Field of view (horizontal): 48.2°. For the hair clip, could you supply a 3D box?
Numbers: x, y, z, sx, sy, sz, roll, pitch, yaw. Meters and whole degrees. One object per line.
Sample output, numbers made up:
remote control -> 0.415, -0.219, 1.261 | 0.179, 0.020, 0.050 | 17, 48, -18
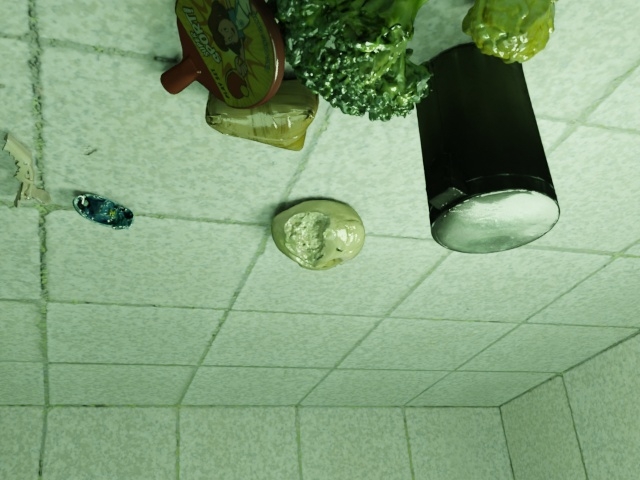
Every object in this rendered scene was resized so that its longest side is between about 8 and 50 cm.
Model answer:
hair clip -> -0.563, -0.130, 1.372 | 0.072, 0.034, 0.226 | -1, 150, -17

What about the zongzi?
zongzi -> -0.105, -0.205, 1.258 | 0.195, 0.099, 0.197 | 0, 159, -9

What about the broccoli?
broccoli -> 0.051, -0.320, 1.007 | 0.245, 0.248, 0.288 | -40, 142, -12

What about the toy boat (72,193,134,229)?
toy boat -> -0.453, -0.062, 1.491 | 0.137, 0.060, 0.061 | 24, 160, -33

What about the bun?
bun -> 0.000, 0.000, 1.629 | 0.237, 0.116, 0.210 | 18, 144, -38

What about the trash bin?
trash bin -> 0.265, -0.156, 1.193 | 0.252, 0.301, 0.203 | 18, 145, -32

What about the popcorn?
popcorn -> 0.285, -0.329, 1.047 | 0.162, 0.135, 0.141 | -26, 138, 38

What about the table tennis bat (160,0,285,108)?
table tennis bat -> -0.156, -0.280, 1.058 | 0.038, 0.200, 0.310 | -38, -165, -34
